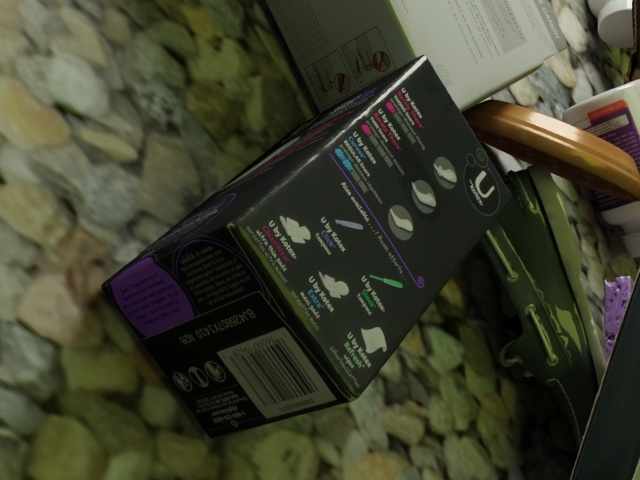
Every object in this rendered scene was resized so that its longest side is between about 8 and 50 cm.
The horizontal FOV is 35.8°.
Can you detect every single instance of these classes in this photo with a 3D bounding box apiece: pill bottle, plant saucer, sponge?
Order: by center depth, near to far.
[{"bbox_3d":[0.232,-0.094,0.994,0.200,0.200,0.037,21,95,-37],"label":"plant saucer"},{"bbox_3d":[0.349,0.141,1.072,0.210,0.031,0.117,49,39,-45],"label":"sponge"},{"bbox_3d":[0.370,-0.083,1.176,0.108,0.108,0.194,-20,89,-46],"label":"pill bottle"},{"bbox_3d":[0.409,-0.350,1.321,0.103,0.103,0.184,31,55,-32],"label":"pill bottle"}]

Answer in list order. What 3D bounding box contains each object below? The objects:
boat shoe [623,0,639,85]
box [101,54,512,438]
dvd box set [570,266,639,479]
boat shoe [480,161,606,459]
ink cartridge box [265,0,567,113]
[{"bbox_3d":[0.433,-0.178,1.232,0.123,0.123,0.342,-31,124,-9],"label":"boat shoe"},{"bbox_3d":[0.000,0.000,0.747,0.143,0.165,0.270,56,46,-12],"label":"box"},{"bbox_3d":[0.411,0.211,1.031,0.420,0.062,0.308,46,60,-37],"label":"dvd box set"},{"bbox_3d":[0.221,0.084,0.997,0.116,0.099,0.320,-72,146,-77],"label":"boat shoe"},{"bbox_3d":[0.074,-0.266,0.948,0.271,0.130,0.310,-30,96,-47],"label":"ink cartridge box"}]
